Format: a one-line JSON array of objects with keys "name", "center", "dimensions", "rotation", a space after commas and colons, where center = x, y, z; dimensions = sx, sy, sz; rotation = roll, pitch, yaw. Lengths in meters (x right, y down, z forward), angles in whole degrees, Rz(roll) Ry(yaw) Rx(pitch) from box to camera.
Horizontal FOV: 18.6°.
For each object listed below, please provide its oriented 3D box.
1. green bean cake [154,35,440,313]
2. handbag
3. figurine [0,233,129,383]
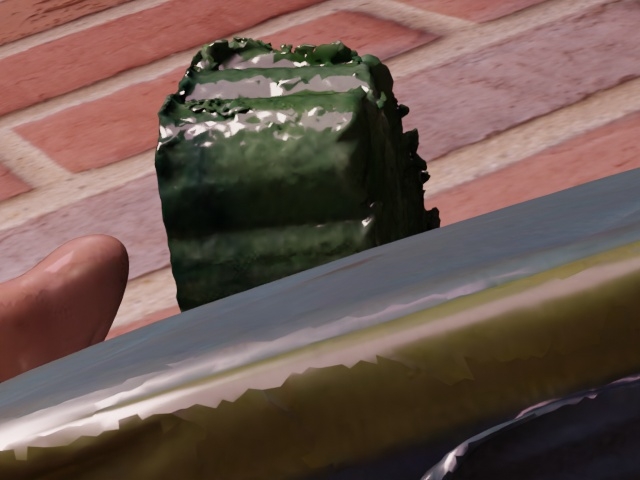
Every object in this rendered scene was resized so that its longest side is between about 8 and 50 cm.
[{"name": "green bean cake", "center": [0.000, 0.000, 0.893], "dimensions": [0.107, 0.208, 0.193], "rotation": [-5, 25, 14]}, {"name": "handbag", "center": [0.045, 0.119, 0.452], "dimensions": [0.263, 0.241, 0.222], "rotation": [-19, 2, -9]}, {"name": "figurine", "center": [-0.256, 0.129, 0.789], "dimensions": [0.421, 0.154, 0.193], "rotation": [-28, 25, -35]}]
